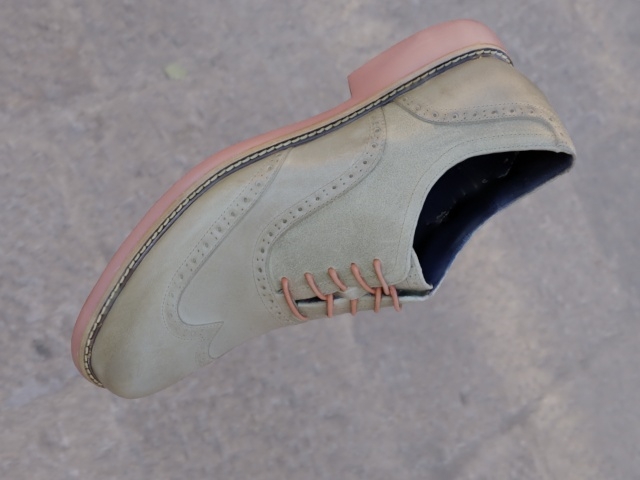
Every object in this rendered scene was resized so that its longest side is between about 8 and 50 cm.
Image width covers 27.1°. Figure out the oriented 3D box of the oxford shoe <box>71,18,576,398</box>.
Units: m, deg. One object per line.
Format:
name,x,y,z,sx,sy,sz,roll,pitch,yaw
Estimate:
oxford shoe,0.000,0.000,0.952,0.146,0.397,0.140,52,0,34
